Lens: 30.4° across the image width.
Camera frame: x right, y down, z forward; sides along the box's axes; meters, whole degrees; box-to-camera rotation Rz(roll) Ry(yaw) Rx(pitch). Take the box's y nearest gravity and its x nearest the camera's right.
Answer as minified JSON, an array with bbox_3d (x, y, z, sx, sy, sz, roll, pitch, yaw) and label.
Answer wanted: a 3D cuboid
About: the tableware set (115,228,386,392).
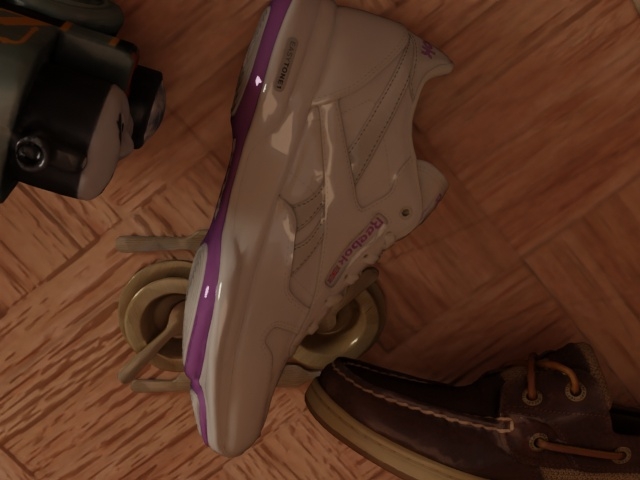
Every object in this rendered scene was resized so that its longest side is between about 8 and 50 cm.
[{"bbox_3d":[-0.049,0.057,0.840,0.194,0.039,0.128,-2,113,1],"label":"tableware set"}]

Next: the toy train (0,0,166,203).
[{"bbox_3d":[-0.258,-0.110,0.688,0.334,0.190,0.142,18,112,-7],"label":"toy train"}]

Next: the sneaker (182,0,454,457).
[{"bbox_3d":[0.000,0.000,0.754,0.152,0.114,0.305,14,97,-12],"label":"sneaker"}]

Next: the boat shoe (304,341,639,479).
[{"bbox_3d":[0.161,0.126,0.837,0.342,0.123,0.123,18,98,-8],"label":"boat shoe"}]

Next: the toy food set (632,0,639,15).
[{"bbox_3d":[0.313,-0.158,0.751,0.192,0.038,0.132,-32,109,13],"label":"toy food set"}]
